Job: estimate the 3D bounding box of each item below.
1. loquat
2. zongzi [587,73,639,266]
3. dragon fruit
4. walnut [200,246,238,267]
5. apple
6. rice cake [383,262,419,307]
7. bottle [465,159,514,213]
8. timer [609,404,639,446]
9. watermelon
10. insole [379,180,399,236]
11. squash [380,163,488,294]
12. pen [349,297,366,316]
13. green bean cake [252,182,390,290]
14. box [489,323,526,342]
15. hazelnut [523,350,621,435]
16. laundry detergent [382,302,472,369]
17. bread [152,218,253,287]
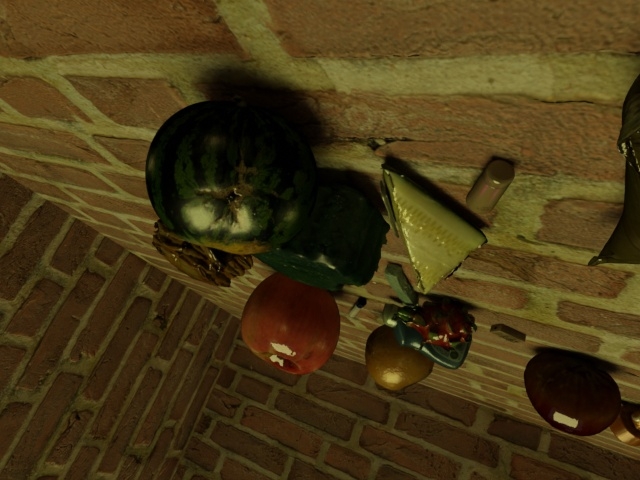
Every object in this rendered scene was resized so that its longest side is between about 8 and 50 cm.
[{"bbox_3d":[0.296,0.426,1.625,0.263,0.262,0.263,20,161,7],"label":"loquat"},{"bbox_3d":[0.353,-0.058,0.486,0.260,0.122,0.289,32,163,-13],"label":"zongzi"},{"bbox_3d":[0.316,0.239,1.240,0.236,0.137,0.135,-3,139,15],"label":"dragon fruit"},{"bbox_3d":[-0.209,-0.042,1.042,0.141,0.204,0.238,28,165,29],"label":"walnut"},{"bbox_3d":[-0.102,0.288,1.598,0.365,0.363,0.364,20,161,7],"label":"apple"},{"bbox_3d":[0.228,0.132,1.231,0.045,0.042,0.245,14,160,32],"label":"rice cake"},{"bbox_3d":[0.250,-0.077,0.649,0.045,0.045,0.096,20,160,8],"label":"bottle"},{"bbox_3d":[1.059,0.593,1.452,0.132,0.132,0.152,22,140,3],"label":"timer"},{"bbox_3d":[-0.137,-0.099,0.711,0.269,0.268,0.269,20,161,7],"label":"watermelon"},{"bbox_3d":[0.130,-0.051,0.830,0.010,0.063,0.192,-18,153,9],"label":"insole"},{"bbox_3d":[0.150,-0.026,0.801,0.252,0.093,0.169,30,115,-22],"label":"squash"},{"bbox_3d":[0.141,0.259,1.681,0.033,0.033,0.269,21,161,4],"label":"pen"},{"bbox_3d":[0.000,0.000,0.936,0.301,0.168,0.308,12,163,32],"label":"green bean cake"},{"bbox_3d":[0.544,0.271,1.277,0.084,0.024,0.053,26,161,-5],"label":"box"},{"bbox_3d":[0.711,0.428,1.265,0.217,0.217,0.252,38,179,-37],"label":"hazelnut"},{"bbox_3d":[0.328,0.294,1.411,0.290,0.143,0.094,25,168,5],"label":"laundry detergent"},{"bbox_3d":[-0.429,0.052,1.557,0.325,0.166,0.277,12,158,25],"label":"bread"}]
